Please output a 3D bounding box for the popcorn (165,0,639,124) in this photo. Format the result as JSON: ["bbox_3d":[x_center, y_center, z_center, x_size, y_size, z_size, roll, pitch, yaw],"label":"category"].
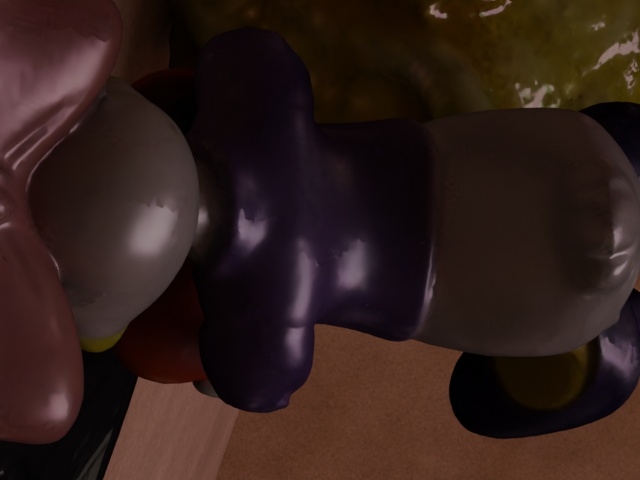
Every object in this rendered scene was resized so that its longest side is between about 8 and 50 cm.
[{"bbox_3d":[0.062,-0.133,0.925,0.325,0.321,0.290,-44,-176,42],"label":"popcorn"}]

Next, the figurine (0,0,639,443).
[{"bbox_3d":[0.001,0.000,0.626,0.193,0.421,0.154,0,-94,51],"label":"figurine"}]

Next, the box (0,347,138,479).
[{"bbox_3d":[-0.149,0.131,0.753,0.290,0.073,0.289,-62,172,-66],"label":"box"}]
